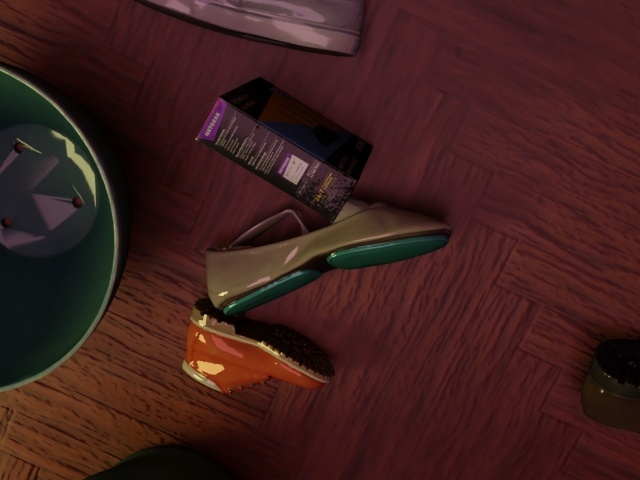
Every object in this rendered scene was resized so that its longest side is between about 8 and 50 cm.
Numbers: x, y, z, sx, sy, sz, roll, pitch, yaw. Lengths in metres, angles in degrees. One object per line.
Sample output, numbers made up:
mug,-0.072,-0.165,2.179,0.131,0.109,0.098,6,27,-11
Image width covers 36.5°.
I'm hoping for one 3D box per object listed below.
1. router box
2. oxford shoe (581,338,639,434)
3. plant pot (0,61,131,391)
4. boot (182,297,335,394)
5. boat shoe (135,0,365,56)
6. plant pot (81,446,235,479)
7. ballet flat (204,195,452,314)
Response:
router box,-0.025,-0.086,0.863,0.133,0.179,0.046,31,106,-2
oxford shoe,0.364,0.160,0.945,0.227,0.083,0.096,11,126,1
plant pot,-0.300,-0.030,0.895,0.290,0.195,0.290,1,103,5
boot,-0.065,0.126,0.983,0.158,0.059,0.085,22,107,9
boat shoe,-0.068,-0.230,0.894,0.227,0.079,0.081,13,95,-2
plant pot,-0.173,0.332,0.936,0.271,0.255,0.272,1,104,5
ballet flat,0.000,0.000,0.938,0.248,0.086,0.086,-18,101,11
